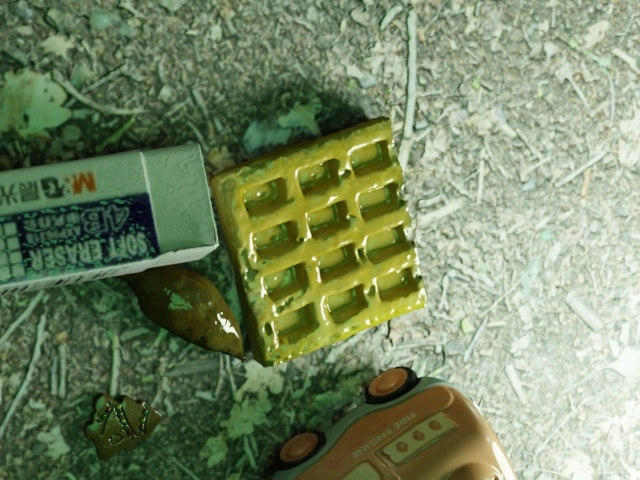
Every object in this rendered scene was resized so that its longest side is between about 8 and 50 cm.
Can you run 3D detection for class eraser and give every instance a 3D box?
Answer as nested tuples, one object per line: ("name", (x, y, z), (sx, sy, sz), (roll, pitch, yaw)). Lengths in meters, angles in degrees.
("eraser", (-0.261, -0.021, 1.847), (0.287, 0.086, 0.130), (-9, 83, -22))

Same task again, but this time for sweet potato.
("sweet potato", (-0.174, 0.055, 1.939), (0.269, 0.075, 0.075), (32, 89, -23))

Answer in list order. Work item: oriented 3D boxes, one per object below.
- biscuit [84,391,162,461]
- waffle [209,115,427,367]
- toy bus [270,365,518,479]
("biscuit", (-0.223, 0.209, 1.990), (0.092, 0.016, 0.082), (-5, 106, -22))
("waffle", (0.000, 0.000, 2.014), (0.221, 0.055, 0.248), (-20, 112, -19))
("toy bus", (0.098, 0.302, 2.048), (0.287, 0.232, 0.194), (-35, 118, -15))
